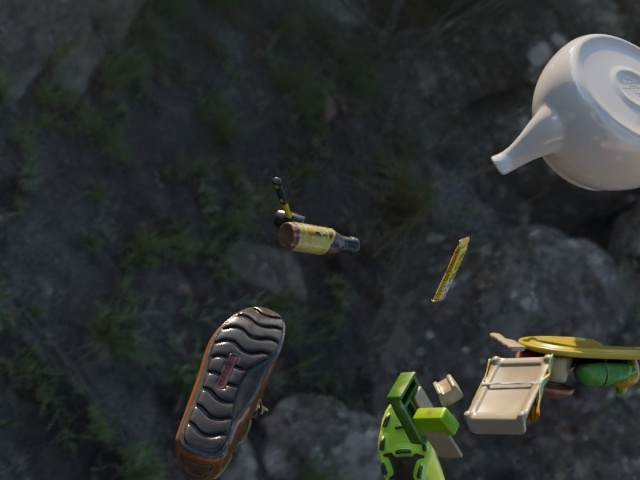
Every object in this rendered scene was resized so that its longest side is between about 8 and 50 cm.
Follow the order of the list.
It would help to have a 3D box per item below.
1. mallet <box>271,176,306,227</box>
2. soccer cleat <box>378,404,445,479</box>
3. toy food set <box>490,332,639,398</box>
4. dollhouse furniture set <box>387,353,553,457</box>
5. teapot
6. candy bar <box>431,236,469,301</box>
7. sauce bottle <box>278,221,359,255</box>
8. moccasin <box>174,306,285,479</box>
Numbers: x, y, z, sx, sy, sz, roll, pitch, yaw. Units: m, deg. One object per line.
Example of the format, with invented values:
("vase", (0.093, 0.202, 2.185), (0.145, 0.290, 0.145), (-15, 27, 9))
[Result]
("mallet", (-0.079, -0.073, 1.980), (0.190, 0.062, 0.039), (63, 44, -58))
("soccer cleat", (0.165, 0.397, 1.644), (0.121, 0.093, 0.289), (1, 73, -70))
("toy food set", (0.327, 0.168, 1.320), (0.128, 0.217, 0.071), (-163, -103, -78))
("dollhouse furniture set", (0.132, 0.145, 0.855), (0.059, 0.151, 0.076), (59, 44, -25))
("teapot", (0.409, -0.164, 1.482), (0.256, 0.187, 0.253), (29, 47, -7))
("candy bar", (0.274, 0.065, 2.120), (0.018, 0.162, 0.040), (35, 29, 25))
("sauce bottle", (0.000, 0.000, 1.437), (0.128, 0.042, 0.042), (8, 54, -40))
("moccasin", (-0.159, 0.278, 1.853), (0.139, 0.147, 0.380), (15, 47, 1))
